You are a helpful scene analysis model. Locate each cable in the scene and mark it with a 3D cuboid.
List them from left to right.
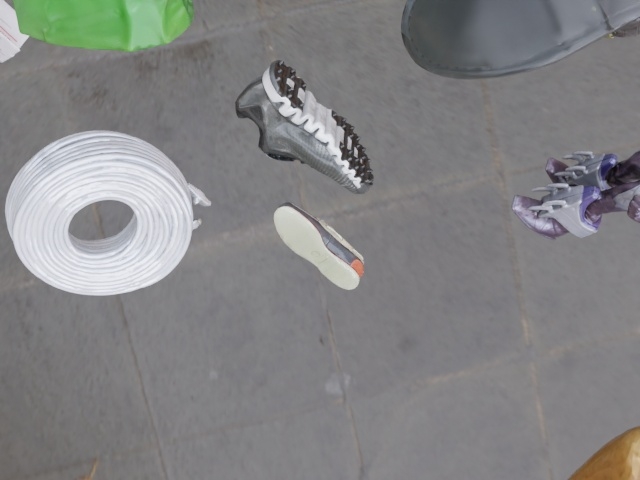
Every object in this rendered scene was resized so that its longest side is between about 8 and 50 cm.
[{"bbox_3d":[-0.307,-0.031,1.667,0.257,0.089,0.257,-33,131,9],"label":"cable"}]

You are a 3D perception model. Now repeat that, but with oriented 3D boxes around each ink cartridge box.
[{"bbox_3d":[-0.237,-0.153,0.850,0.048,0.083,0.028,42,67,-23],"label":"ink cartridge box"}]

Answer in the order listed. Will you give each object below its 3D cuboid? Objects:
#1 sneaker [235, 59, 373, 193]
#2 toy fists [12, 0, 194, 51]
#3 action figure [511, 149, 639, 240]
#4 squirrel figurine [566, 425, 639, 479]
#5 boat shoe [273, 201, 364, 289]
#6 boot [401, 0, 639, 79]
[{"bbox_3d":[-0.025,-0.136,1.581,0.106,0.078,0.234,-25,128,30],"label":"sneaker"},{"bbox_3d":[-0.188,-0.204,0.683,0.279,0.096,0.142,15,131,25],"label":"toy fists"},{"bbox_3d":[0.337,-0.065,1.195,0.099,0.285,0.185,43,57,-23],"label":"action figure"},{"bbox_3d":[0.164,0.384,0.821,0.281,0.370,0.397,47,130,1],"label":"squirrel figurine"},{"bbox_3d":[0.000,0.000,1.383,0.137,0.043,0.049,43,134,-21],"label":"boat shoe"},{"bbox_3d":[0.204,-0.173,0.866,0.263,0.229,0.091,-17,88,16],"label":"boot"}]
